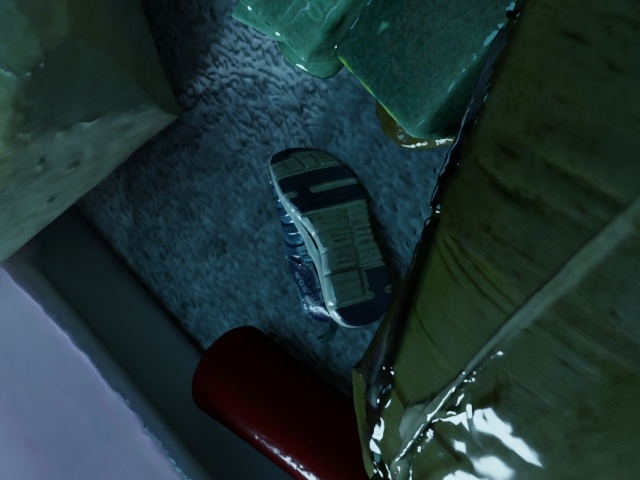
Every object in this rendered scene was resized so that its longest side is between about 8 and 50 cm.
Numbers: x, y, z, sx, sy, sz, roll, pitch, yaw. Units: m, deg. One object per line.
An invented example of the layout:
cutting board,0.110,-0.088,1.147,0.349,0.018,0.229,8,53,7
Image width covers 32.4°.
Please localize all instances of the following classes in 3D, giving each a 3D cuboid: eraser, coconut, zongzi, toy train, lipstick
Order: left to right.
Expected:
coconut,-0.296,-0.158,0.799,0.344,0.415,0.415,-36,77,58
eraser,-0.201,0.184,0.949,0.359,0.122,0.272,47,124,19
lipstick,0.007,0.147,0.792,0.241,0.080,0.080,32,118,36
toy train,0.097,-0.197,0.623,0.178,0.138,0.330,49,123,16
zongzi,0.194,0.108,0.443,0.467,0.218,0.500,57,135,48

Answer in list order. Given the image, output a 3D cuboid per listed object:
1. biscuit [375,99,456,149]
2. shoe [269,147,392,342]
biscuit,0.097,-0.100,0.722,0.147,0.018,0.071,-8,91,37
shoe,0.000,0.000,0.797,0.071,0.064,0.143,-38,70,55
